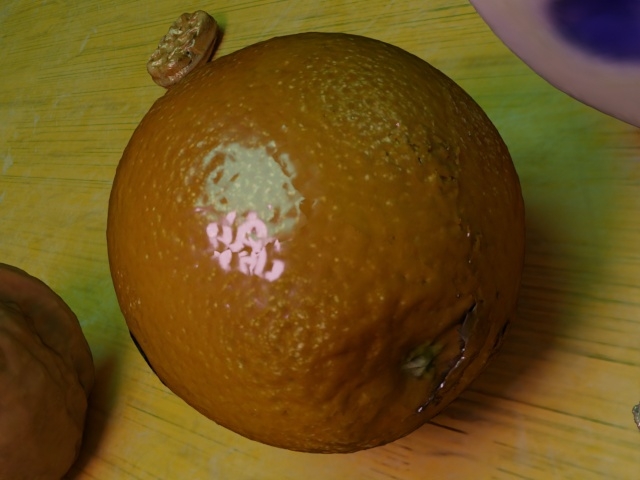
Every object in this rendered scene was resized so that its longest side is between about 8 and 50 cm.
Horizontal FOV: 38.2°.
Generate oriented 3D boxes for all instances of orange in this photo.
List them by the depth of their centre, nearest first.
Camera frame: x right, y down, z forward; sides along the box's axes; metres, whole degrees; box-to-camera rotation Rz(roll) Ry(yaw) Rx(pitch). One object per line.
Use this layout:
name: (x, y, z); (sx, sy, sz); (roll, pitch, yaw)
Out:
orange: (0.000, 0.000, 0.593); (0.274, 0.274, 0.274); (-27, 43, 29)

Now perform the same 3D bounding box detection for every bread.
bread: (-0.168, -0.236, 1.146); (0.083, 0.044, 0.111); (8, 64, 48)

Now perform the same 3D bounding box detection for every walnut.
walnut: (-0.334, 0.132, 0.848); (0.257, 0.257, 0.224); (-55, 36, -3)

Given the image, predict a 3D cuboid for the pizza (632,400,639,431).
pizza: (0.192, 0.108, 0.496); (0.083, 0.025, 0.078); (-56, 39, -3)

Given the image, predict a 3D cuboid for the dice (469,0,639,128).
dice: (0.249, -0.223, 0.475); (0.304, 0.304, 0.277); (5, 64, 48)
